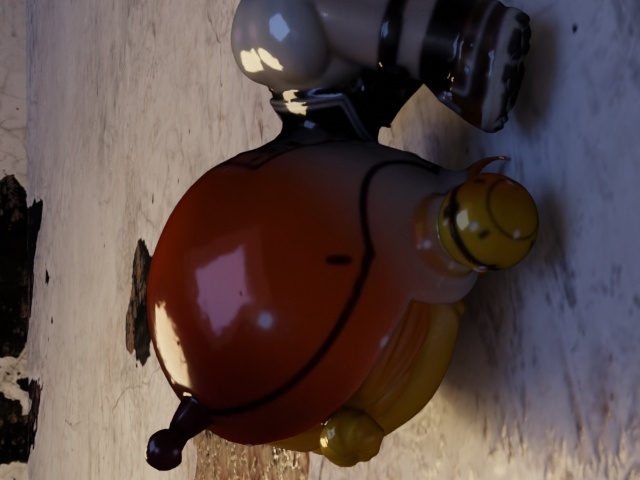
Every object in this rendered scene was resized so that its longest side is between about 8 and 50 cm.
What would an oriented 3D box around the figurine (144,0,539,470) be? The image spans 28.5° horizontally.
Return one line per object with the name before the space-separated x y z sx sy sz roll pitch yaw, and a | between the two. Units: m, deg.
figurine | -0.004 -0.003 0.816 0.320 0.196 0.323 2 80 58
